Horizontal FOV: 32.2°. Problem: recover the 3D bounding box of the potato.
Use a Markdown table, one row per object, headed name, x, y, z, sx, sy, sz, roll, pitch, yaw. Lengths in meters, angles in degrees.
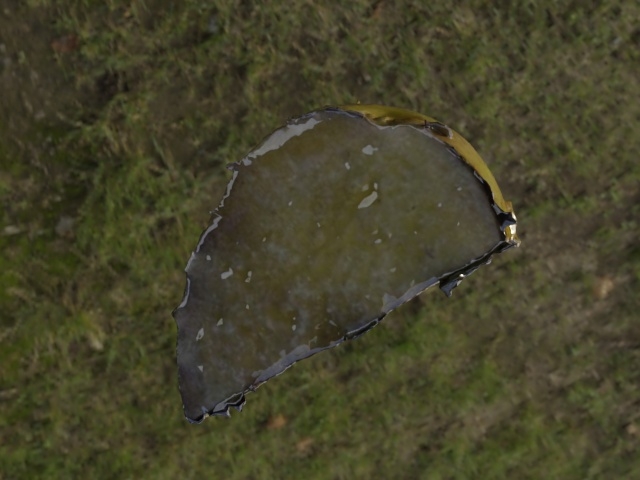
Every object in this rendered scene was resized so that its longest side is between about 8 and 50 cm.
| name | x | y | z | sx | sy | sz | roll | pitch | yaw |
| --- | --- | --- | --- | --- | --- | --- | --- | --- | --- |
| potato | 0.000 | 0.000 | 0.512 | 0.172 | 0.100 | 0.089 | -35 | 180 | 18 |
